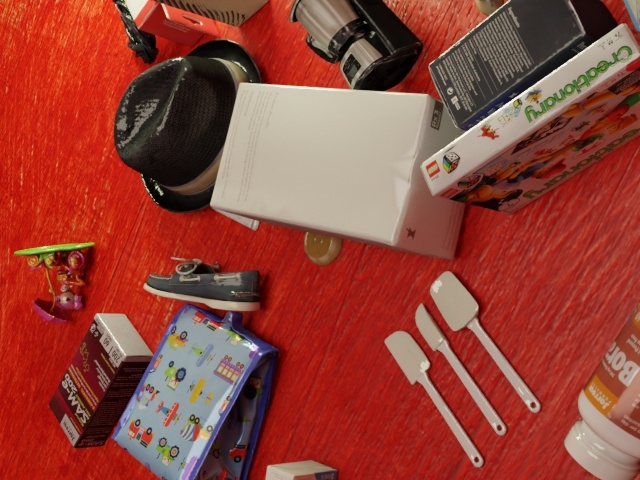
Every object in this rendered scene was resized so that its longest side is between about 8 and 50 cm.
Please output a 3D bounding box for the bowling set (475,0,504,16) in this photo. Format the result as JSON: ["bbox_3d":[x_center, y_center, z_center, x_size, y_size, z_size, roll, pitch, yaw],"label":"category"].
[{"bbox_3d":[0.241,-0.464,1.352,0.200,0.154,0.287,-30,63,15],"label":"bowling set"}]

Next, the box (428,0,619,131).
[{"bbox_3d":[0.274,-0.231,1.260,0.207,0.153,0.108,-37,62,34],"label":"box"}]

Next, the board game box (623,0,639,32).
[{"bbox_3d":[0.430,-0.334,1.219,0.103,0.026,0.154,-30,66,36],"label":"board game box"}]

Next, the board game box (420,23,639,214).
[{"bbox_3d":[0.298,-0.137,1.200,0.305,0.193,0.053,-35,62,34],"label":"board game box"}]

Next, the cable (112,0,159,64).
[{"bbox_3d":[-0.364,-0.413,1.879,0.184,0.047,0.150,56,159,32],"label":"cable"}]

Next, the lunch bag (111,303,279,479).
[{"bbox_3d":[-0.201,0.255,1.646,0.221,0.138,0.293,24,95,41],"label":"lunch bag"}]

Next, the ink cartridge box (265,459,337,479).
[{"bbox_3d":[-0.040,0.439,1.489,0.061,0.104,0.181,10,92,43],"label":"ink cartridge box"}]

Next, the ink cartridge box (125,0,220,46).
[{"bbox_3d":[-0.292,-0.449,1.806,0.078,0.134,0.231,-44,57,28],"label":"ink cartridge box"}]

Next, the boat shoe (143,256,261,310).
[{"bbox_3d":[-0.208,0.073,1.692,0.254,0.095,0.079,6,90,41],"label":"boat shoe"}]

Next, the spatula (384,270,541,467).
[{"bbox_3d":[0.198,0.181,1.367,0.168,0.019,0.242,-50,55,25],"label":"spatula"}]

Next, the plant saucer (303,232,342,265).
[{"bbox_3d":[0.000,0.000,1.568,0.083,0.015,0.083,-6,81,42],"label":"plant saucer"}]

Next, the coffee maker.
[{"bbox_3d":[0.071,-0.324,1.465,0.171,0.120,0.178,-35,76,-13],"label":"coffee maker"}]

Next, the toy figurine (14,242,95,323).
[{"bbox_3d":[-0.535,0.091,1.994,0.173,0.130,0.159,-6,95,17],"label":"toy figurine"}]

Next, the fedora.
[{"bbox_3d":[-0.257,-0.216,1.724,0.334,0.152,0.334,-8,77,39],"label":"fedora"}]

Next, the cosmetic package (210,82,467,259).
[{"bbox_3d":[0.031,-0.110,1.454,0.385,0.156,0.217,14,89,40],"label":"cosmetic package"}]

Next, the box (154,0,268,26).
[{"bbox_3d":[-0.224,-0.461,1.651,0.094,0.275,0.113,-31,65,37],"label":"box"}]

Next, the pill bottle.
[{"bbox_3d":[0.381,0.176,1.134,0.121,0.121,0.216,41,111,37],"label":"pill bottle"}]

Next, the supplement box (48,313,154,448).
[{"bbox_3d":[-0.430,0.273,1.880,0.130,0.073,0.239,46,115,35],"label":"supplement box"}]

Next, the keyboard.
[{"bbox_3d":[-0.188,-0.093,1.753,0.256,0.014,0.072,26,97,40],"label":"keyboard"}]
